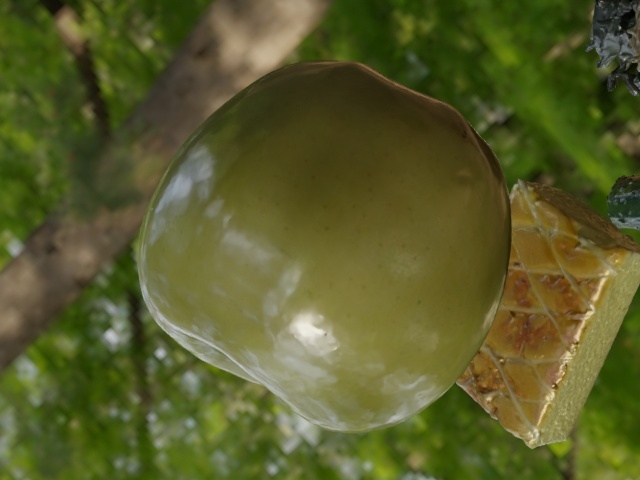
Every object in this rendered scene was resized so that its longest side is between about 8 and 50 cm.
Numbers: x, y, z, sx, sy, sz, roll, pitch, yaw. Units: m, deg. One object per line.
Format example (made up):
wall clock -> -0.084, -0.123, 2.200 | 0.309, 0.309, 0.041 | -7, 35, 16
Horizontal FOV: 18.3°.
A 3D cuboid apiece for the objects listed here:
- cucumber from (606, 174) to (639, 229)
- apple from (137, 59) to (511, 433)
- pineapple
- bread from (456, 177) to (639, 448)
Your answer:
cucumber -> 0.364, -0.048, 2.186 | 0.035, 0.067, 0.107 | 32, 158, -36
apple -> 0.000, 0.000, 1.375 | 0.262, 0.262, 0.262 | 47, -173, -8
pineapple -> 0.323, -0.192, 1.763 | 0.158, 0.158, 0.278 | 44, 173, -27
bread -> 0.179, 0.057, 1.624 | 0.068, 0.188, 0.125 | -3, -147, -46
